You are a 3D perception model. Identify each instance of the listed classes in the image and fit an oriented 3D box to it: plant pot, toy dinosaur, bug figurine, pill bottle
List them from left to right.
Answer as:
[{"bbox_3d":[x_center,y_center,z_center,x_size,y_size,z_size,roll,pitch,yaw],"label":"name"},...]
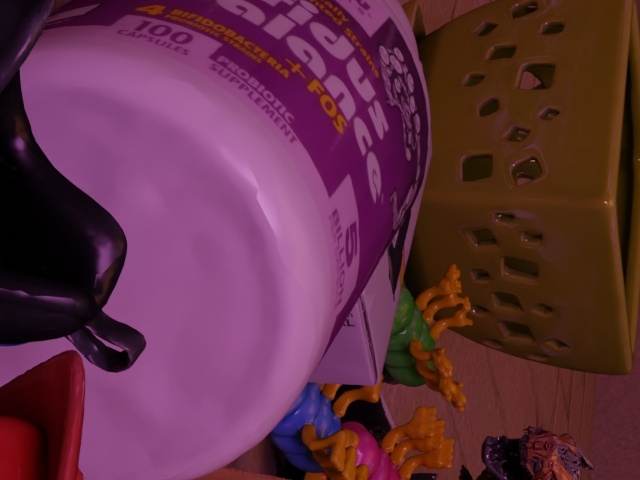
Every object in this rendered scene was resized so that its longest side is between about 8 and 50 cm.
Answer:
[{"bbox_3d":[-0.047,-0.034,0.780,0.301,0.169,0.169,-57,145,-65],"label":"pill bottle"},{"bbox_3d":[0.020,0.059,1.105,0.279,0.072,0.216,-78,149,-44],"label":"bug figurine"},{"bbox_3d":[0.138,-0.049,1.448,0.228,0.207,0.227,74,23,-51],"label":"plant pot"},{"bbox_3d":[0.146,0.265,1.485,0.164,0.218,0.322,-65,153,-60],"label":"toy dinosaur"}]

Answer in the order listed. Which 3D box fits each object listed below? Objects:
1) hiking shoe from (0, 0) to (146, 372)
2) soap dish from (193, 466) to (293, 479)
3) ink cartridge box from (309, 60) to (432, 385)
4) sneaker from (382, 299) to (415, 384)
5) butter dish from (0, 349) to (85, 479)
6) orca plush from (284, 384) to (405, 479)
[{"bbox_3d":[-0.134,-0.085,0.497,0.304,0.132,0.113,76,20,-46],"label":"hiking shoe"},{"bbox_3d":[-0.061,0.218,0.853,0.291,0.118,0.229,36,56,-74],"label":"soap dish"},{"bbox_3d":[-0.020,-0.014,0.979,0.072,0.127,0.175,79,20,-44],"label":"ink cartridge box"},{"bbox_3d":[0.000,0.000,1.224,0.069,0.082,0.209,-33,114,-29],"label":"sneaker"},{"bbox_3d":[-0.145,0.110,0.533,0.160,0.118,0.160,-33,-134,56],"label":"butter dish"},{"bbox_3d":[-0.007,0.236,1.216,0.151,0.102,0.287,35,-55,51],"label":"orca plush"}]
